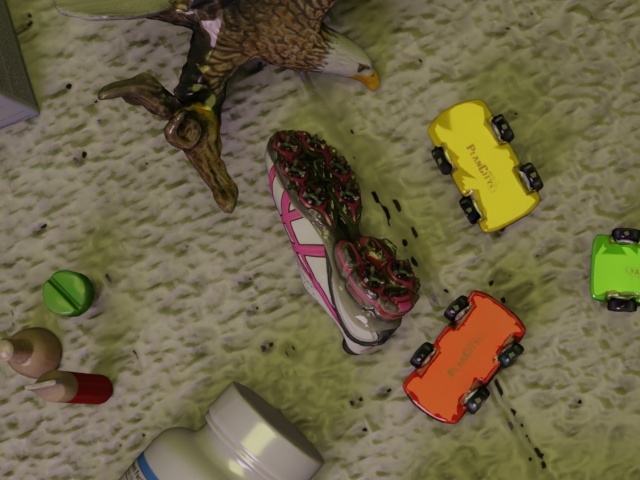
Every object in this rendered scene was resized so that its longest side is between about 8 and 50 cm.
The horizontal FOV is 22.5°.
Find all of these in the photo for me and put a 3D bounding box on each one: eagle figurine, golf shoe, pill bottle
[{"bbox_3d":[-0.017,-0.189,1.172,0.226,0.225,0.298,42,102,25],"label":"eagle figurine"},{"bbox_3d":[0.000,0.000,1.202,0.086,0.067,0.186,-56,52,41],"label":"golf shoe"},{"bbox_3d":[-0.102,0.215,1.169,0.124,0.124,0.221,42,91,11],"label":"pill bottle"}]

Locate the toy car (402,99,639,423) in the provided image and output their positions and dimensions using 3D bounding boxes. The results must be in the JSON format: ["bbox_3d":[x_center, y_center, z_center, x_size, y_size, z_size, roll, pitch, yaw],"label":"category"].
[{"bbox_3d":[0.182,0.022,1.180,0.225,0.053,0.239,4,85,9],"label":"toy car"}]

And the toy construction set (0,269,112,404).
[{"bbox_3d":[-0.323,0.056,1.164,0.309,0.237,0.257,13,86,10],"label":"toy construction set"}]

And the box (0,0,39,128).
[{"bbox_3d":[-0.285,-0.153,1.230,0.072,0.137,0.126,-19,81,7],"label":"box"}]
